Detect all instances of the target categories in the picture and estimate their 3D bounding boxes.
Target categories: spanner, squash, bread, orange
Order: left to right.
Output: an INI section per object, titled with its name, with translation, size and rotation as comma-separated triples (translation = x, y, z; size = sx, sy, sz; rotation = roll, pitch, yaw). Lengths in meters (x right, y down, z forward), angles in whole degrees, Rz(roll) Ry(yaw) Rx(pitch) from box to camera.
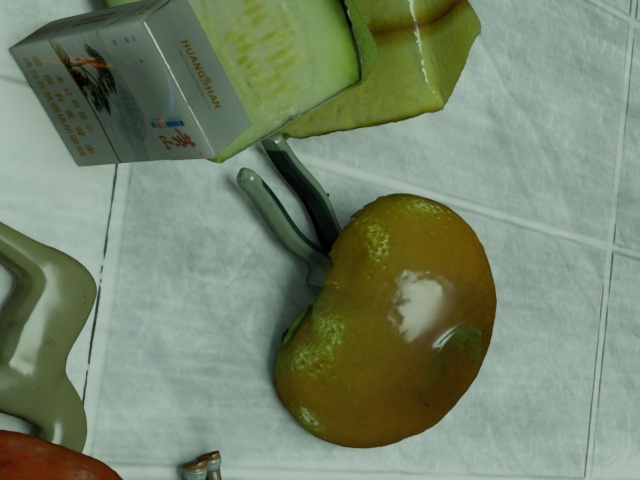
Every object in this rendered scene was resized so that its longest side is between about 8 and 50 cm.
[squash]
translation = -0.114, -0.284, 1.218
size = 0.309, 0.233, 0.210
rotation = 56, 12, -30
[spanner]
translation = 0.000, 0.000, 1.458
size = 0.096, 0.040, 0.325
rotation = -57, 130, -27
[bread]
translation = 0.065, -0.286, 1.512
size = 0.362, 0.244, 0.233
rotation = -46, 125, -69
[orange]
translation = 0.092, 0.115, 1.445
size = 0.262, 0.196, 0.335
rotation = 28, 99, -33

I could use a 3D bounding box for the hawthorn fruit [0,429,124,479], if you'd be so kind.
[hawthorn fruit]
translation = -0.252, 0.285, 1.055
size = 0.299, 0.211, 0.211
rotation = 2, 90, 1

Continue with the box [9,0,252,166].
[box]
translation = -0.191, -0.153, 1.138
size = 0.067, 0.233, 0.149
rotation = -48, 122, -33

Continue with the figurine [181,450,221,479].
[figurine]
translation = -0.103, 0.345, 1.330
size = 0.147, 0.093, 0.197
rotation = -20, 104, -53

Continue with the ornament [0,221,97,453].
[ornament]
translation = -0.299, 0.121, 1.158
size = 0.245, 0.061, 0.230
rotation = 35, 69, -38
